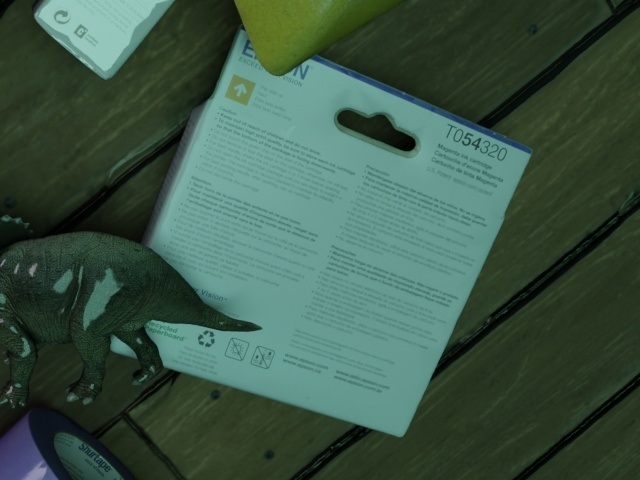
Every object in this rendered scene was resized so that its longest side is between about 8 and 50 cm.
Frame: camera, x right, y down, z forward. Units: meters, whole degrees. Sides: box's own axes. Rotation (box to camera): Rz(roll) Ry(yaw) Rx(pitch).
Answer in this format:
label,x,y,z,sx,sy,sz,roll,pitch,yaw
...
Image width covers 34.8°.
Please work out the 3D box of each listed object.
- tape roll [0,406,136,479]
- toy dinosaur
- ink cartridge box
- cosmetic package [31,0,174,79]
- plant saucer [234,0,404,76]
label,x,y,z,sx,sy,sz,roll,pitch,yaw
tape roll,-0.229,0.249,0.941,0.080,0.189,0.189,-43,113,-3
toy dinosaur,-0.210,0.052,0.880,0.314,0.121,0.160,7,112,4
ink cartridge box,0.000,0.000,1.005,0.324,0.071,0.330,21,98,-19
cosmetic package,-0.142,-0.254,0.864,0.085,0.117,0.231,40,92,-23
plant saucer,0.031,-0.348,0.826,0.333,0.081,0.332,-38,116,-36
